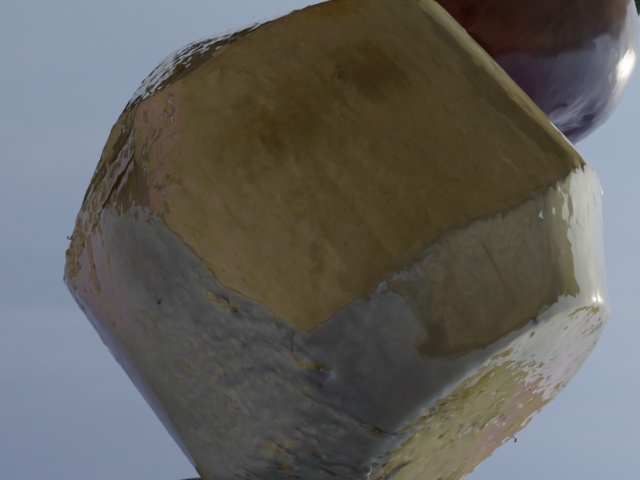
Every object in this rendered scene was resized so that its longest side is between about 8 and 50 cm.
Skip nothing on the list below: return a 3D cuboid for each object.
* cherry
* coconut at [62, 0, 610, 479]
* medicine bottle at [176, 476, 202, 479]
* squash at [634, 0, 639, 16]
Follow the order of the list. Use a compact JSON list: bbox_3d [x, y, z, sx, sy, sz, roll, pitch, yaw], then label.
[{"bbox_3d":[0.123,-0.177,0.994,0.239,0.239,0.206,-21,-164,-37],"label":"cherry"},{"bbox_3d":[-0.001,0.002,0.615,0.241,0.241,0.241,-1,-155,0],"label":"coconut"},{"bbox_3d":[-0.043,0.190,0.701,0.147,0.147,0.247,13,180,28],"label":"medicine bottle"},{"bbox_3d":[0.308,-0.253,1.197,0.052,0.183,0.052,29,-145,-23],"label":"squash"}]
